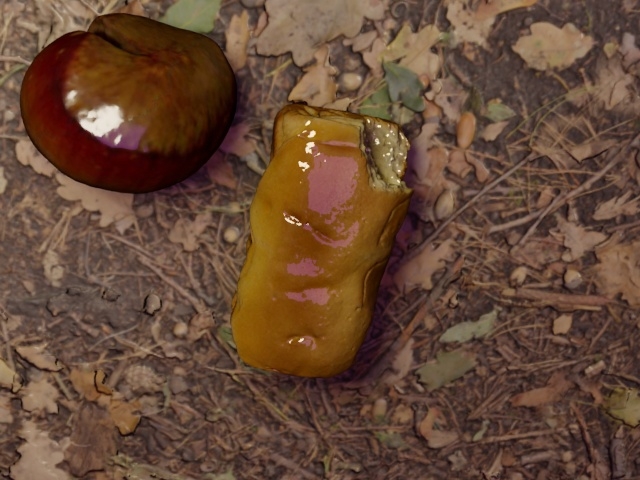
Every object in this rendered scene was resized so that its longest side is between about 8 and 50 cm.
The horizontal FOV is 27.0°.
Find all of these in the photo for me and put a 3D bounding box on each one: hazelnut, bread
[{"bbox_3d":[-0.217,-0.149,1.539,0.252,0.217,0.217,-16,119,-32],"label":"hazelnut"},{"bbox_3d":[-0.002,0.002,1.676,0.195,0.149,0.344,7,112,-17],"label":"bread"}]
